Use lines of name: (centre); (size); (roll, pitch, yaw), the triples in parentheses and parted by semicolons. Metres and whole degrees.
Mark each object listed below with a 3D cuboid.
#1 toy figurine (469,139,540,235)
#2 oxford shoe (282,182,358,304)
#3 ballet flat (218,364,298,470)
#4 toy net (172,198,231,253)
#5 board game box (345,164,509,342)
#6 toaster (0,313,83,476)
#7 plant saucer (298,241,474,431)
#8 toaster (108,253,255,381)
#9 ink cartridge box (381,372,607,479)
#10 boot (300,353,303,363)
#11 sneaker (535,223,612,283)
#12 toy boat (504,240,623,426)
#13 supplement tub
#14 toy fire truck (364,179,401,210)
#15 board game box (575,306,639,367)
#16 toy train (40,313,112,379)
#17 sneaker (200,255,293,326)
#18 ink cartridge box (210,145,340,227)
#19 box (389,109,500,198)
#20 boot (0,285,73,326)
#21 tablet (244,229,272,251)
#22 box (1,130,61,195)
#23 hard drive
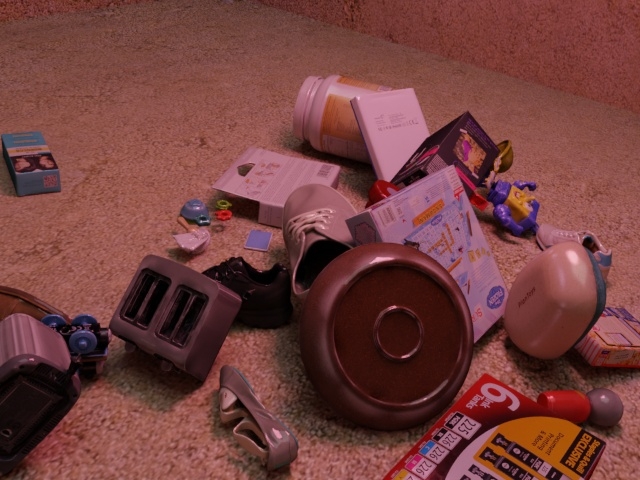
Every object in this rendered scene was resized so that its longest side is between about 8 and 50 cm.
toy figurine: (0.482, -0.093, 1.805); (0.217, 0.191, 0.362); (40, 36, -2)
oxford shoe: (0.000, 0.000, 1.321); (0.169, 0.130, 0.449); (-27, 35, 9)
ballet flat: (-0.117, 0.269, 1.059); (0.068, 0.072, 0.213); (-20, 41, -33)
toy net: (-0.267, -0.026, 1.552); (0.122, 0.045, 0.232); (7, 32, -6)
board game box: (0.220, 0.048, 1.309); (0.065, 0.318, 0.318); (-21, 5, 43)
toaster: (-0.435, 0.204, 0.968); (0.129, 0.227, 0.146); (43, 1, -38)
plant saucer: (0.120, 0.153, 1.121); (0.310, 0.311, 0.050); (-2, -9, -17)
toaster: (-0.236, 0.123, 1.158); (0.168, 0.186, 0.110); (22, -11, 20)
ink cartridge box: (0.258, 0.362, 0.936); (0.271, 0.130, 0.309); (28, 35, 28)
boot: (0.034, 0.191, 1.230); (0.152, 0.073, 0.197); (-9, 32, -20)
sneaker: (0.612, 0.011, 1.653); (0.087, 0.092, 0.229); (-8, 33, -23)
toy boat: (0.445, 0.176, 1.245); (0.148, 0.267, 0.319); (5, 61, -11)
supplement tub: (0.099, -0.352, 2.006); (0.316, 0.229, 0.228); (17, 31, 13)
toy fire truck: (0.180, 0.023, 1.493); (0.253, 0.169, 0.302); (30, 27, -13)
board game box: (0.570, 0.187, 1.358); (0.193, 0.045, 0.147); (7, 28, -24)
toy train: (-0.428, 0.178, 1.101); (0.184, 0.105, 0.080); (-1, 24, -16)
sneaker: (-0.190, 0.089, 1.288); (0.286, 0.130, 0.109); (-3, 34, -16)
ink cartridge box: (-0.107, -0.136, 1.751); (0.260, 0.066, 0.296); (13, 30, 9)
box: (0.301, -0.171, 1.707); (0.143, 0.165, 0.270); (48, 52, -9)
boot: (-0.548, 0.137, 1.182); (0.305, 0.112, 0.115); (18, 61, 8)
tablet: (-0.141, 0.000, 1.572); (0.054, 0.006, 0.083); (9, 29, 1)
box: (-0.720, -0.195, 1.705); (0.100, 0.060, 0.244); (-10, 35, -28)
hard drive: (0.214, -0.236, 1.807); (0.210, 0.319, 0.040); (-16, -5, -36)
